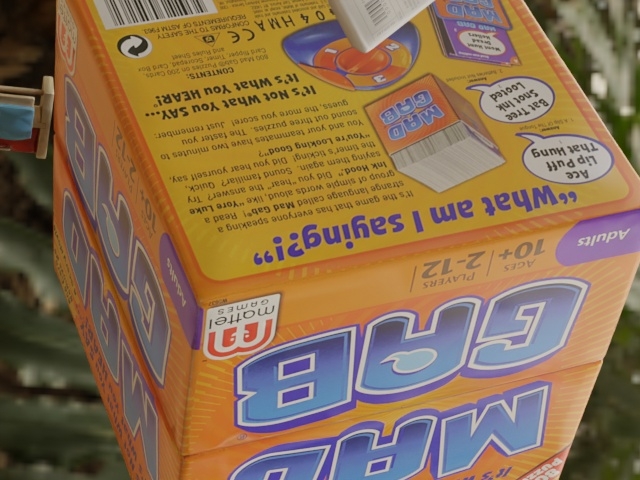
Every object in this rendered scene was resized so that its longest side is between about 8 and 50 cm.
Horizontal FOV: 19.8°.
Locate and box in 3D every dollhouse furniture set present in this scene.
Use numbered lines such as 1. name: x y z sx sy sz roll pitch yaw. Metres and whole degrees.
1. dollhouse furniture set: -0.249 -0.068 1.729 0.129 0.183 0.129 -104 -157 -57

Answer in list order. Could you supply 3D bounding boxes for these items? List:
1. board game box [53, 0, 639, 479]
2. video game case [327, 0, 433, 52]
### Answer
1. board game box: 0.000 0.000 1.493 0.356 0.356 0.356 100 -28 -47
2. video game case: 0.050 -0.240 1.135 0.173 0.022 0.190 -38 125 -11
